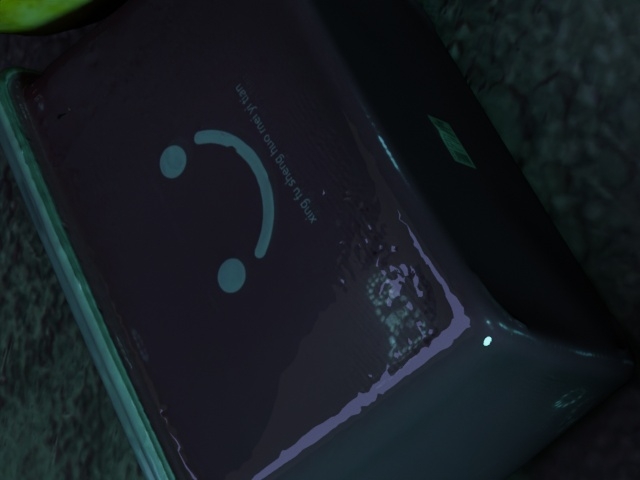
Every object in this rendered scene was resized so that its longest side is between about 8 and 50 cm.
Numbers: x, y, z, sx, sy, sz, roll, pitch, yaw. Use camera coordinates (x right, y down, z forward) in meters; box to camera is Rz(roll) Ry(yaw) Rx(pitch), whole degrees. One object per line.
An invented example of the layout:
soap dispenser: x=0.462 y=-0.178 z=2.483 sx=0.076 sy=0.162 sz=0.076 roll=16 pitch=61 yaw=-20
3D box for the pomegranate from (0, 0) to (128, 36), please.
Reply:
pomegranate: x=-0.160 y=-0.300 z=0.712 sx=0.410 sy=0.410 sz=0.410 roll=-5 pitch=82 yaw=38

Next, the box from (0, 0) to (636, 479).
box: x=0.000 y=0.000 z=0.703 sx=0.167 sy=0.193 sz=0.294 roll=-38 pitch=62 yaw=20
